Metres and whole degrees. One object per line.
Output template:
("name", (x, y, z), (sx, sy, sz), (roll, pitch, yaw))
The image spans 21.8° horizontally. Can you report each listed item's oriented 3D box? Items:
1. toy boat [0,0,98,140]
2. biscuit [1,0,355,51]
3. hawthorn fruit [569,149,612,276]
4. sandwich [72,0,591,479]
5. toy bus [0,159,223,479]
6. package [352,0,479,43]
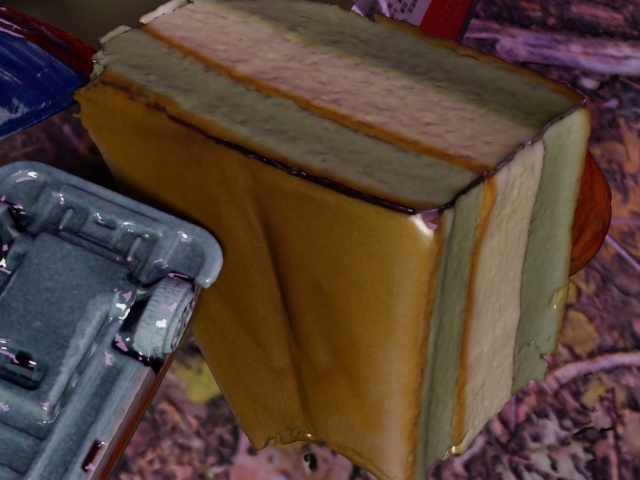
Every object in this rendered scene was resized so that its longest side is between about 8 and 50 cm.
("toy boat", (-0.228, -0.182, 0.887), (0.219, 0.072, 0.318), (-1, 58, -21))
("biscuit", (-0.131, -0.126, 0.948), (0.323, 0.038, 0.099), (0, 60, -20))
("hawthorn fruit", (0.108, -0.028, 0.970), (0.128, 0.128, 0.128), (12, 57, -19))
("sandwich", (0.000, 0.000, 0.870), (0.227, 0.198, 0.155), (26, 42, 30))
("toy bus", (-0.149, 0.097, 0.760), (0.121, 0.120, 0.265), (22, 54, 4))
("package", (-0.009, -0.191, 1.059), (0.239, 0.030, 0.154), (29, 60, -8))
